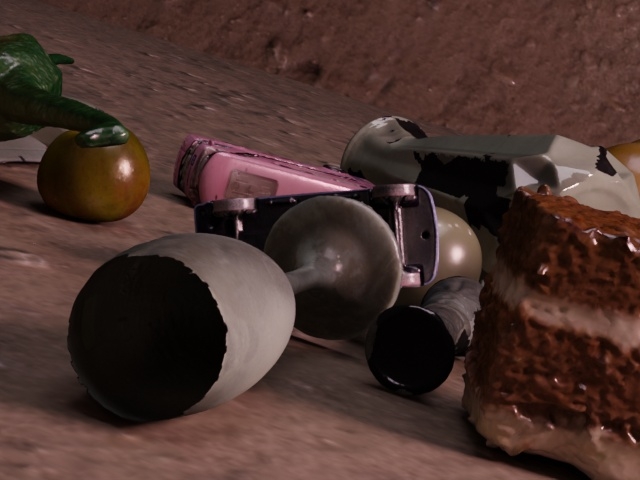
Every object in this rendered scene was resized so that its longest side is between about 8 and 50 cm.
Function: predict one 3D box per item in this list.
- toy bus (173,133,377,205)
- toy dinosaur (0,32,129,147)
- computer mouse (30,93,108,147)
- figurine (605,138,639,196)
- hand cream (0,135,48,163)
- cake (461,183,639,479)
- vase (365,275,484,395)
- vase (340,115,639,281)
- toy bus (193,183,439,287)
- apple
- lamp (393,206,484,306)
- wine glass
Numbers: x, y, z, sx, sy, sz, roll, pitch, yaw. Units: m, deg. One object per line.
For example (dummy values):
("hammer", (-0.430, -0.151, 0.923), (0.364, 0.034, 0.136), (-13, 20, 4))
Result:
("toy bus", (-0.034, -0.047, 1.494), (0.203, 0.063, 0.090), (13, 10, -22))
("toy dinosaur", (-0.205, -0.128, 1.257), (0.301, 0.087, 0.447), (-7, 16, 21))
("computer mouse", (-0.267, -0.120, 1.561), (0.182, 0.056, 0.089), (17, 5, 10))
("figurine", (0.398, -0.035, 1.823), (0.343, 0.167, 0.285), (-3, -13, 38))
("hand cream", (-0.404, -0.138, 1.458), (0.341, 0.077, 0.124), (28, 13, 20))
("cake", (0.161, 0.058, 0.936), (0.135, 0.147, 0.134), (16, 11, -3))
("vase", (0.076, 0.061, 1.050), (0.059, 0.059, 0.167), (18, 9, 14))
("vase", (0.149, -0.039, 1.505), (0.165, 0.165, 0.360), (11, 7, -29))
("toy bus", (0.000, 0.000, 1.101), (0.167, 0.073, 0.076), (-3, -1, 9))
("apple", (-0.179, -0.052, 1.249), (0.090, 0.074, 0.089), (-6, 15, 1))
("lamp", (0.114, 0.040, 1.200), (0.163, 0.091, 0.091), (32, 9, -4))
("wine glass", (-0.118, 0.043, 0.928), (0.264, 0.096, 0.309), (-7, 4, 19))
